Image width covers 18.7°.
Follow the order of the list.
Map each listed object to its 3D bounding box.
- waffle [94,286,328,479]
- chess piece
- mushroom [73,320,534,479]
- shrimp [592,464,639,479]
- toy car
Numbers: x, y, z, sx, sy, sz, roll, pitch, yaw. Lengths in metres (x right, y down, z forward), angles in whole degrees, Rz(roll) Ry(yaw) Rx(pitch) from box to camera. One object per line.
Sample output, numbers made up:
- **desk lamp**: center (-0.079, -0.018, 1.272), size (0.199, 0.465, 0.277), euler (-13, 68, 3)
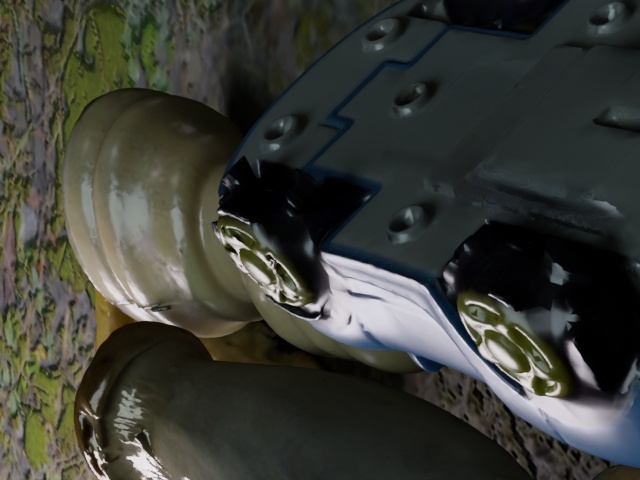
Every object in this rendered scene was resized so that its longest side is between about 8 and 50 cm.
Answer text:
- **waffle**: center (-0.059, 0.143, 1.210), size (0.248, 0.055, 0.221), euler (35, 135, 40)
- **chess piece**: center (0.000, 0.000, 0.999), size (0.307, 0.124, 0.139), euler (10, 98, 49)
- **mushroom**: center (0.009, 0.132, 0.968), size (0.350, 0.128, 0.128), euler (21, 126, 41)
- **shrimp**: center (0.183, 0.221, 0.913), size (0.145, 0.059, 0.254), euler (0, 104, 45)
- **toy car**: center (0.098, -0.010, 0.795), size (0.314, 0.198, 0.166), euler (16, 145, 52)
